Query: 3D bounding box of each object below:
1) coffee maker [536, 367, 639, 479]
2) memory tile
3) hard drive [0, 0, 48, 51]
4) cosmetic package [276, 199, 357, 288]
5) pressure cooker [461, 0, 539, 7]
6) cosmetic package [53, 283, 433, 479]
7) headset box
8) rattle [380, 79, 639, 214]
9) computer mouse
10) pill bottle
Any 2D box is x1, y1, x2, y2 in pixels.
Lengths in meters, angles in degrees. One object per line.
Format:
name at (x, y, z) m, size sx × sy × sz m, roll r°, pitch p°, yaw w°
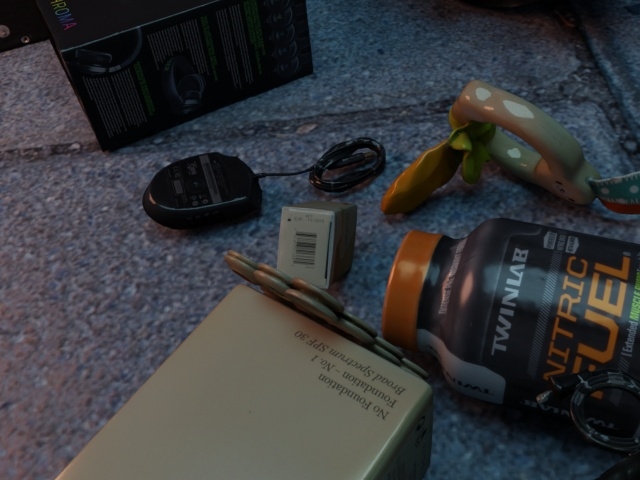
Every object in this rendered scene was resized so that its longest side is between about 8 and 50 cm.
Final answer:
coffee maker at (0.166, 0.178, 0.341) m, size 0.120 × 0.178 × 0.171 m, roll -4°, pitch 50°, yaw 1°
memory tile at (0.005, 0.056, 0.487) m, size 0.113 × 0.148 × 0.012 m, roll 19°, pitch 73°, yaw 47°
hard drive at (-0.313, -0.387, 0.878) m, size 0.338 × 0.237 × 0.064 m, roll -18°, pitch 49°, yaw -8°
cosmetic package at (0.000, 0.000, 0.565) m, size 0.041 × 0.060 × 0.115 m, roll 6°, pitch 8°, yaw 11°
pressure cooker at (0.245, -0.479, 0.808) m, size 0.369 × 0.376 × 0.420 m, roll 1°, pitch 39°, yaw 51°
cosmetic package at (-0.077, 0.190, 0.409) m, size 0.160 × 0.113 × 0.309 m, roll 24°, pitch 54°, yaw 26°
headset box at (-0.171, -0.266, 0.821) m, size 0.283 × 0.131 × 0.246 m, roll -23°, pitch 50°, yaw -14°
rattle at (0.178, -0.038, 0.612) m, size 0.199 × 0.130 × 0.143 m, roll 37°, pitch 70°, yaw 3°
computer mouse at (-0.050, -0.055, 0.683) m, size 0.242 × 0.041 × 0.071 m, roll -11°, pitch 56°, yaw -11°
pill bottle at (0.169, 0.059, 0.482) m, size 0.245 × 0.130 × 0.130 m, roll 12°, pitch 51°, yaw 19°
